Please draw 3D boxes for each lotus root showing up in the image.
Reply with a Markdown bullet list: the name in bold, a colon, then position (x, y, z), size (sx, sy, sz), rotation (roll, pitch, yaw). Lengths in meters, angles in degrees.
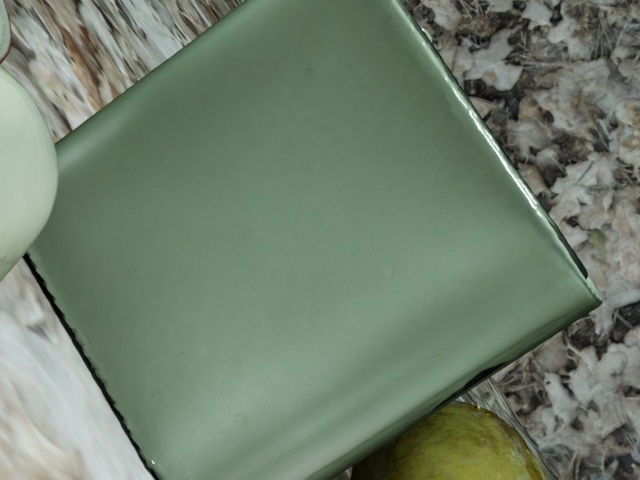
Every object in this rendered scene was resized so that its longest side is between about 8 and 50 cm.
- **lotus root**: position (0.090, 0.190, 0.880), size (0.154, 0.154, 0.278), rotation (54, 9, -11)

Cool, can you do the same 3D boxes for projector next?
- **projector**: position (0.000, 0.000, 0.729), size (0.248, 0.249, 0.248), rotation (57, 10, 11)

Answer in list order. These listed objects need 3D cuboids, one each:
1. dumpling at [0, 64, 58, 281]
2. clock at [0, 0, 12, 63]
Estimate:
- **dumpling**: position (-0.151, -0.006, 0.398), size (0.229, 0.124, 0.151), rotation (-119, -149, -82)
- **clock**: position (-0.272, -0.221, 0.632), size (0.318, 0.080, 0.318), rotation (53, 9, -13)
